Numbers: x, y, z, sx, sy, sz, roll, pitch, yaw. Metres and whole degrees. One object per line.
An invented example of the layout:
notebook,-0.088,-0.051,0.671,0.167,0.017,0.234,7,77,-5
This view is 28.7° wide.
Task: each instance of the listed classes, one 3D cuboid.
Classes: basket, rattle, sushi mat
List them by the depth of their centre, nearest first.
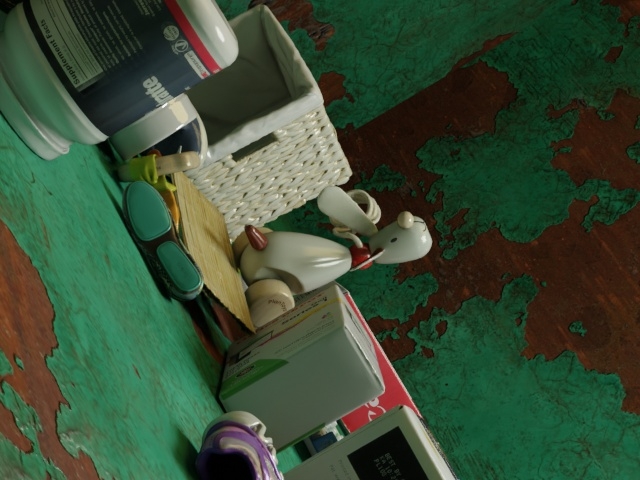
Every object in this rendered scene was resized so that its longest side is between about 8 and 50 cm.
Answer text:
rattle,-0.235,-0.074,1.917,0.142,0.130,0.200,62,-11,-5
sushi mat,-0.172,0.010,1.927,0.151,0.019,0.316,50,12,-36
basket,-0.158,-0.230,2.486,0.331,0.328,0.266,62,0,41

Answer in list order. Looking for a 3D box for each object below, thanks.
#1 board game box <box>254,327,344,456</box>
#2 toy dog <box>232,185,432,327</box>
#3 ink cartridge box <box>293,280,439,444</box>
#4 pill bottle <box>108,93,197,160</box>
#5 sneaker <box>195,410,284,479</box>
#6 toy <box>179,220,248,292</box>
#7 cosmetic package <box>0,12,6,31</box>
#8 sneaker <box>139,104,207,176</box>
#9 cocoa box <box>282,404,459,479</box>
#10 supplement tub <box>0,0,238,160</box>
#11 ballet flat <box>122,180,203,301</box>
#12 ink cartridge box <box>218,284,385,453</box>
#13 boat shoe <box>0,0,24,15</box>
board game box,-0.032,0.264,2.341,0.390,0.050,0.390,60,4,13
toy dog,0.000,0.000,1.998,0.220,0.334,0.161,44,-23,36
ink cartridge box,0.060,0.236,2.107,0.309,0.130,0.272,59,-5,-9
pill bottle,-0.316,-0.274,1.885,0.283,0.161,0.161,59,4,-11
sneaker,-0.063,0.299,1.360,0.236,0.095,0.104,55,10,7
toy,-0.187,0.030,2.018,0.137,0.056,0.237,60,10,20
cosmetic package,-0.359,-0.356,1.688,0.365,0.197,0.155,58,5,-5
sneaker,-0.320,-0.256,2.098,0.350,0.131,0.148,55,9,15
cocoa box,0.103,0.409,1.527,0.347,0.231,0.228,60,3,15
supplement tub,-0.254,-0.235,1.503,0.191,0.272,0.191,59,4,-6
ballet flat,-0.226,0.006,1.754,0.188,0.070,0.070,62,4,16
ink cartridge box,-0.029,0.182,1.800,0.117,0.201,0.278,59,3,-9
boat shoe,-0.440,-0.410,1.548,0.340,0.127,0.113,58,5,-5
